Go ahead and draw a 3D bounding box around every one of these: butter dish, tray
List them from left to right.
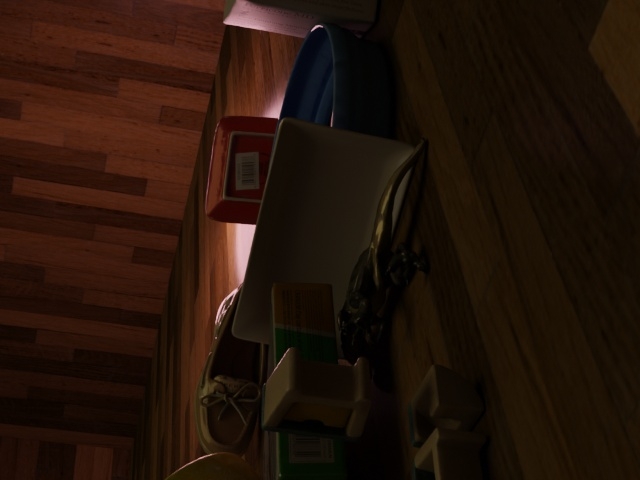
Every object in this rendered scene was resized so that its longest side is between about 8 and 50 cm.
[{"bbox_3d":[-0.076,-0.094,1.710,0.118,0.160,0.160,42,-126,-77],"label":"butter dish"},{"bbox_3d":[0.000,0.000,1.242,0.030,0.145,0.270,-92,15,-62],"label":"tray"}]

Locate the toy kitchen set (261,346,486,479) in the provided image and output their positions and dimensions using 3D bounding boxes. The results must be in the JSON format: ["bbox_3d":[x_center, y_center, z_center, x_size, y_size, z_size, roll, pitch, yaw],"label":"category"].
[{"bbox_3d":[0.035,0.207,0.887,0.122,0.166,0.207,112,162,-46],"label":"toy kitchen set"}]

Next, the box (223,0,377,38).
[{"bbox_3d":[-0.019,-0.361,1.483,0.119,0.181,0.182,151,127,-75],"label":"box"}]

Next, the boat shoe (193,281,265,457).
[{"bbox_3d":[-0.137,0.199,1.810,0.089,0.105,0.285,116,159,-62],"label":"boat shoe"}]

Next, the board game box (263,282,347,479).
[{"bbox_3d":[-0.023,0.238,1.233,0.316,0.064,0.242,95,173,-45],"label":"board game box"}]

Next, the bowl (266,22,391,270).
[{"bbox_3d":[0.000,-0.072,1.444,0.391,0.077,0.391,-171,90,-78],"label":"bowl"}]

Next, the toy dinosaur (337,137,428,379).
[{"bbox_3d":[0.059,0.036,1.155,0.118,0.064,0.268,-95,21,-69],"label":"toy dinosaur"}]

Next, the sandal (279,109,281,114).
[{"bbox_3d":[-0.041,-0.175,1.760,0.072,0.049,0.180,-128,48,-73],"label":"sandal"}]

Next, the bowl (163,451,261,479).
[{"bbox_3d":[-0.137,0.431,1.465,0.156,0.289,0.289,32,122,29],"label":"bowl"}]
